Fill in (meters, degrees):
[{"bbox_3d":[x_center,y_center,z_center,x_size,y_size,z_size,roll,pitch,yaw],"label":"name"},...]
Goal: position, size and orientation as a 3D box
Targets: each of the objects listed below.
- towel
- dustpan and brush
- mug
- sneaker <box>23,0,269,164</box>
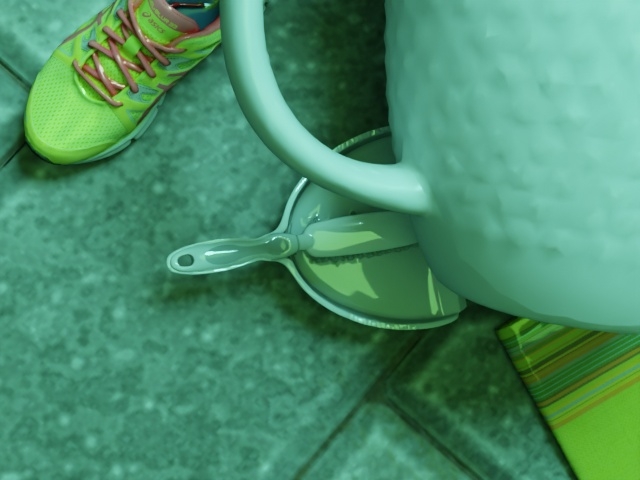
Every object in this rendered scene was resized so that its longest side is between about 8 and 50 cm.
[{"bbox_3d":[0.228,0.142,0.686,0.102,0.021,0.237,-29,95,-2],"label":"towel"},{"bbox_3d":[0.000,0.000,0.629,0.211,0.060,0.147,-9,91,-9],"label":"dustpan and brush"},{"bbox_3d":[0.127,-0.126,0.536,0.374,0.276,0.327,3,102,-17],"label":"mug"},{"bbox_3d":[-0.116,-0.133,0.596,0.081,0.094,0.208,45,85,-7],"label":"sneaker"}]
